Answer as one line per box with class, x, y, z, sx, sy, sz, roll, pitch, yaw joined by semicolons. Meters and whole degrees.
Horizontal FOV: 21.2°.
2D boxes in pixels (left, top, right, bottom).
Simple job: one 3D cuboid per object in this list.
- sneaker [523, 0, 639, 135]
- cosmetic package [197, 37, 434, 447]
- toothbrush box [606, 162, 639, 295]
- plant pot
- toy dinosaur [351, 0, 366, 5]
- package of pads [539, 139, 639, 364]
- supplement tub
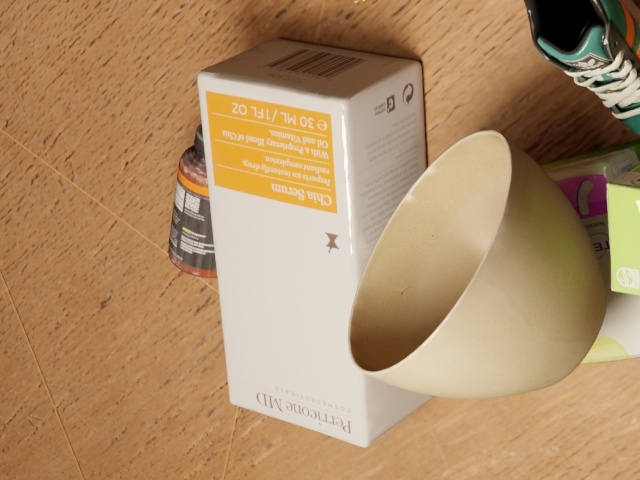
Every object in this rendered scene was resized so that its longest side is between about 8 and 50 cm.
sneaker;0.280;-0.196;1.742;0.108;0.121;0.302;-18;123;38
cosmetic package;0.000;0.000;2.105;0.230;0.161;0.453;13;119;36
toothbrush box;0.454;-0.017;1.682;0.283;0.206;0.122;12;117;37
plant pot;0.185;0.055;1.793;0.191;0.284;0.284;30;137;-18
toy dinosaur;0.039;-0.334;1.976;0.211;0.064;0.112;-25;93;44
package of pads;0.267;0.032;1.936;0.296;0.101;0.229;-14;101;44
supplement tub;-0.138;-0.056;2.232;0.106;0.106;0.198;29;127;26
